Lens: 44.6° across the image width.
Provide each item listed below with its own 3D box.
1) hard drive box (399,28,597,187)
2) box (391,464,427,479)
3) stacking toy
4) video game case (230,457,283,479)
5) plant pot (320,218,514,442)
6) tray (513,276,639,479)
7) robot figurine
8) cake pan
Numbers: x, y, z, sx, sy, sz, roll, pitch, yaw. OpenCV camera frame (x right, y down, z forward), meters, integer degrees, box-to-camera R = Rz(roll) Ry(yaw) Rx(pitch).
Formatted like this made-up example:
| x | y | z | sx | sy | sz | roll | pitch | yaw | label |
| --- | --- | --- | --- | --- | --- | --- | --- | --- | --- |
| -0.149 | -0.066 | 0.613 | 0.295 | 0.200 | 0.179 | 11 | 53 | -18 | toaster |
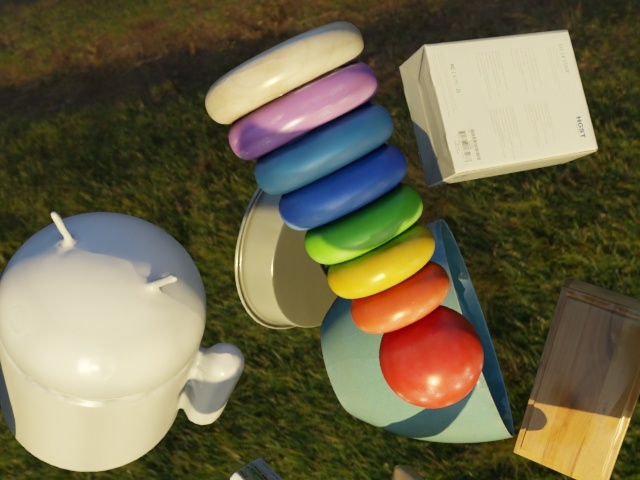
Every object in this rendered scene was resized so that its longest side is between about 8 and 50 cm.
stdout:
| x | y | z | sx | sy | sz | roll | pitch | yaw | label |
| --- | --- | --- | --- | --- | --- | --- | --- | --- | --- |
| 0.248 | -0.185 | 1.087 | 0.232 | 0.089 | 0.181 | -10 | 85 | -19 | hard drive box |
| 0.115 | 0.354 | 0.831 | 0.201 | 0.021 | 0.164 | 19 | 96 | 67 | box |
| 0.035 | -0.005 | 0.657 | 0.141 | 0.330 | 0.141 | -26 | 7 | 4 | stacking toy |
| -0.091 | 0.593 | 1.761 | 0.227 | 0.206 | 0.026 | 43 | 92 | 12 | video game case |
| 0.114 | 0.139 | 1.027 | 0.195 | 0.290 | 0.290 | -19 | 53 | 14 | plant pot |
| 0.557 | 0.303 | 1.631 | 0.203 | 0.410 | 0.076 | 19 | 23 | 24 | tray |
| -0.232 | 0.108 | 0.817 | 0.300 | 0.353 | 0.199 | 18 | 49 | -7 | robot figurine |
| 0.000 | 0.000 | 1.127 | 0.054 | 0.293 | 0.293 | 23 | 68 | 36 | cake pan |
